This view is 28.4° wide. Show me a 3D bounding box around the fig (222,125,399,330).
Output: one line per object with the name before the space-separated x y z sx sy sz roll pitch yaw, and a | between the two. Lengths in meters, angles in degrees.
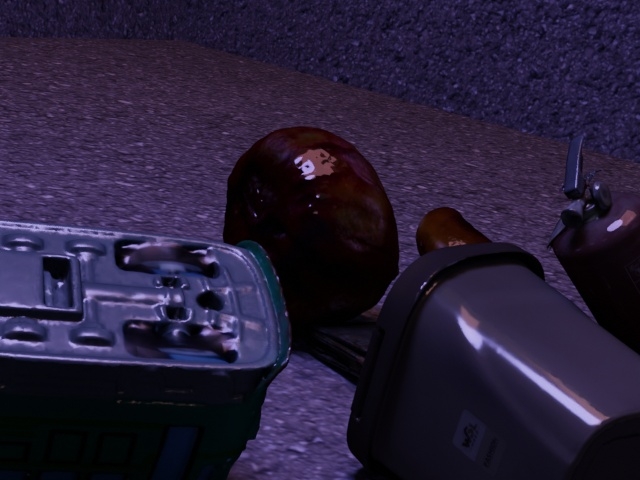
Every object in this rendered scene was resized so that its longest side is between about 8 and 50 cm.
fig | -0.011 -0.003 1.478 0.224 0.263 0.224 -9 46 9

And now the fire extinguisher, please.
fire extinguisher | 0.285 0.037 1.157 0.105 0.269 0.105 -31 20 13

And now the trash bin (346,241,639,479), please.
trash bin | 0.175 0.151 1.087 0.219 0.219 0.250 -3 27 -37

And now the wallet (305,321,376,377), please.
wallet | 0.155 0.126 1.453 0.317 0.044 0.169 0 16 -34

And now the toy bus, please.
toy bus | -0.212 0.103 1.001 0.344 0.199 0.183 6 35 -17

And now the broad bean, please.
broad bean | 0.196 0.012 1.828 0.114 0.084 0.165 -10 26 -23
